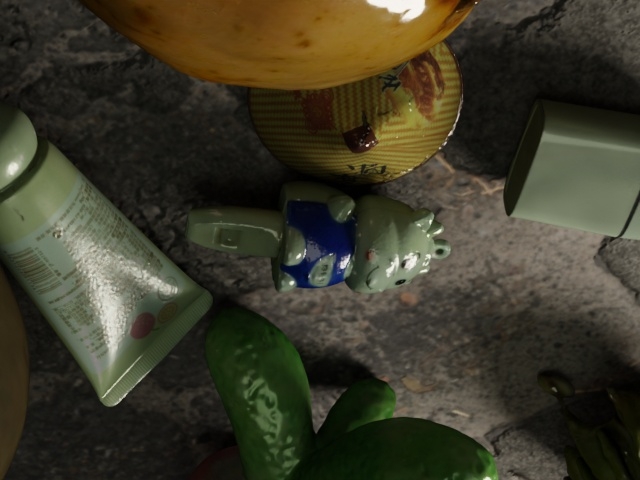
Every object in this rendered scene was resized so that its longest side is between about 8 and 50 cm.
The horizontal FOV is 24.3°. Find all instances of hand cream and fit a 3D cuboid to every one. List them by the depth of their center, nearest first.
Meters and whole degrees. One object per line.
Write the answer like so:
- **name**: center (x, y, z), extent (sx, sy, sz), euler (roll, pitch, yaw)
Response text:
- **hand cream**: center (-0.223, 0.007, 1.337), extent (0.147, 0.093, 0.306), euler (-46, 123, -16)

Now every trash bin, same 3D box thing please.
- **trash bin**: center (0.244, -0.063, 1.341), extent (0.130, 0.059, 0.116), euler (9, 125, -9)

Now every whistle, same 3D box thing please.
- **whistle**: center (0.000, 0.000, 1.348), extent (0.244, 0.092, 0.110), euler (5, 139, -11)

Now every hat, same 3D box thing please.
- **hat**: center (0.034, -0.104, 1.283), extent (0.193, 0.082, 0.193), euler (-2, 128, -3)

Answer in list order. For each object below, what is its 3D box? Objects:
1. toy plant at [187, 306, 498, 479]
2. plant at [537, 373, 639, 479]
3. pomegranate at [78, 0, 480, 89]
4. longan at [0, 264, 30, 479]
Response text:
- **toy plant**: center (-0.006, 0.269, 1.461), extent (0.317, 0.211, 0.356), euler (31, 115, 23)
- **plant**: center (0.331, 0.307, 1.470), extent (0.180, 0.333, 0.251), euler (-20, 139, 29)
- **pomegranate**: center (-0.045, -0.297, 0.988), extent (0.410, 0.410, 0.410), euler (-2, 127, -3)
- **longan**: center (-0.407, 0.117, 1.244), extent (0.361, 0.361, 0.361), euler (-2, 127, -3)
